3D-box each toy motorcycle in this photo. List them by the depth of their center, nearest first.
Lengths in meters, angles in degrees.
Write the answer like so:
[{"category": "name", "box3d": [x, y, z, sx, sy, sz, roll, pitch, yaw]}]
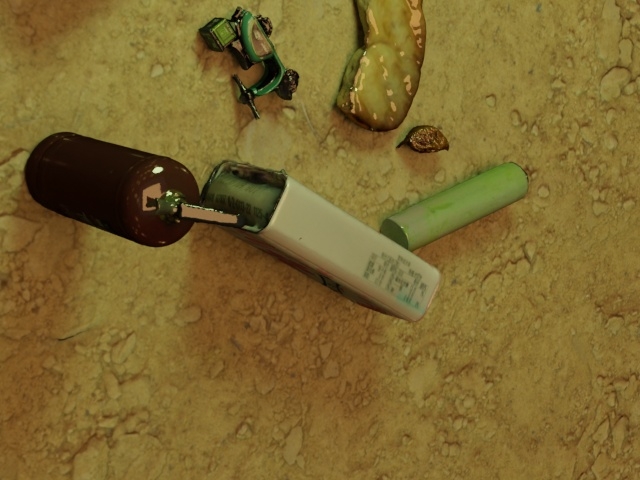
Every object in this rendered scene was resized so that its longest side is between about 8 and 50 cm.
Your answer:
[{"category": "toy motorcycle", "box3d": [-0.099, -0.267, 1.819, 0.100, 0.058, 0.173, -42, 121, -16]}]

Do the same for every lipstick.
[{"category": "lipstick", "box3d": [0.239, -0.057, 2.118, 0.304, 0.076, 0.076, -26, 114, -33]}]

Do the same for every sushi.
[{"category": "sushi", "box3d": [0.177, -0.169, 2.066, 0.099, 0.047, 0.050, 9, 82, -22]}]

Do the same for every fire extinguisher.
[{"category": "fire extinguisher", "box3d": [-0.242, -0.062, 1.564, 0.135, 0.337, 0.114, 5, 98, -40]}]

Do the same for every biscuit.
[{"category": "biscuit", "box3d": [0.107, -0.324, 1.977, 0.154, 0.045, 0.299, 7, 94, -38]}]

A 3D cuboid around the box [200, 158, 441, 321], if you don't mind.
[{"category": "box", "box3d": [0.000, 0.000, 1.868, 0.369, 0.190, 0.112, 32, 78, -39]}]
